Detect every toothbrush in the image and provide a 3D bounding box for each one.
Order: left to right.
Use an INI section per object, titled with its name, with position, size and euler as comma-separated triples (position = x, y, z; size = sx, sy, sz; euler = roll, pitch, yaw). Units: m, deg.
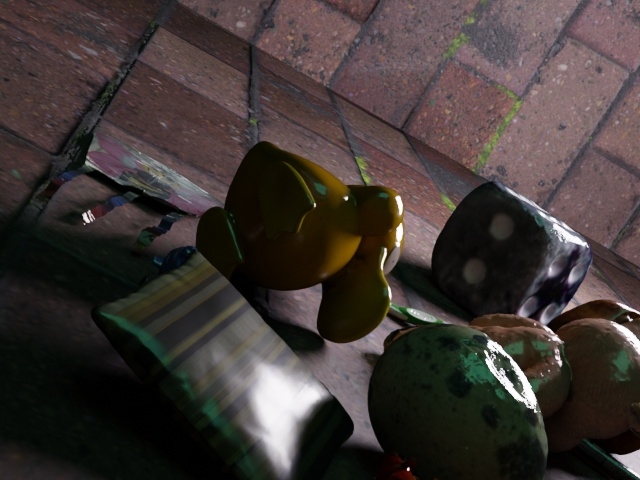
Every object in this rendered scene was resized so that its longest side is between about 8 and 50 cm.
[toothbrush]
position = 0.119, 0.095, 1.346
size = 0.304, 0.030, 0.030
euler = 29, 14, -10

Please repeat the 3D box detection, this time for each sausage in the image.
[sausage]
position = 0.306, 0.241, 1.248
size = 0.198, 0.025, 0.028
euler = 36, 17, 17

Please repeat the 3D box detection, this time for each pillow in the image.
[pillow]
position = -0.068, 0.108, 0.824
size = 0.212, 0.052, 0.208
euler = 49, 19, 1

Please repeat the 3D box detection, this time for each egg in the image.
[egg]
position = 0.120, 0.155, 0.919
size = 0.141, 0.141, 0.182
euler = 13, 32, -52

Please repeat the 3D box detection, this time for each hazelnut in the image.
[hazelnut]
position = 0.360, 0.177, 1.333
size = 0.178, 0.178, 0.204
euler = 24, 21, -28

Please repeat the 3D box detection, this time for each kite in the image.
[kite]
position = -0.205, -0.057, 1.211
size = 0.204, 0.022, 0.360
euler = 30, 13, -4

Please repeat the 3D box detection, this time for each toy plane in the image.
[toy plane]
position = -0.130, 0.046, 0.939
size = 0.054, 0.062, 0.167
euler = 28, 25, -15

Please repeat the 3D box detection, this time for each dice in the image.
[dice]
position = 0.294, 0.029, 1.628
size = 0.181, 0.183, 0.182
euler = 39, 14, 32

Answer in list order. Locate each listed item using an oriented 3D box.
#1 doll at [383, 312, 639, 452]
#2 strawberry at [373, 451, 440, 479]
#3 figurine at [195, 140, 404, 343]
[doll]
position = 0.220, 0.165, 1.176
size = 0.303, 0.156, 0.201
euler = 2, 26, -1
[strawberry]
position = 0.071, 0.222, 0.743
size = 0.121, 0.082, 0.188
euler = 49, 1, -13
[figurine]
position = -0.006, -0.008, 1.133
size = 0.228, 0.215, 0.215
euler = 39, 9, -30
